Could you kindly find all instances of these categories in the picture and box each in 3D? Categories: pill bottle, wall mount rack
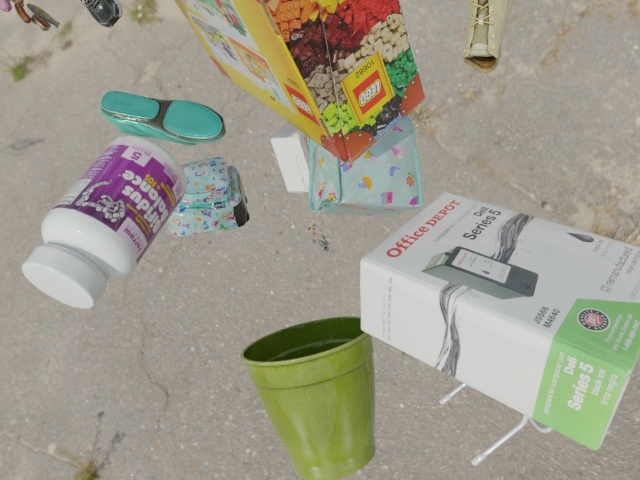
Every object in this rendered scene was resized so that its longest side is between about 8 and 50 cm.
[{"bbox_3d":[-0.380,-0.035,0.866,0.169,0.169,0.301,3,50,23],"label":"pill bottle"},{"bbox_3d":[0.427,0.370,1.217,0.130,0.304,0.350,0,26,-10],"label":"wall mount rack"}]

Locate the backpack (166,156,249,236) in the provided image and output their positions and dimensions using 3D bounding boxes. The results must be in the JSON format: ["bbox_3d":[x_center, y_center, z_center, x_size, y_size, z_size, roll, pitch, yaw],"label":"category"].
[{"bbox_3d":[-0.365,-0.128,1.475,0.253,0.191,0.225,-15,44,-1],"label":"backpack"}]

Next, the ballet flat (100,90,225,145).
[{"bbox_3d":[-0.288,-0.223,0.912,0.247,0.087,0.083,14,73,6],"label":"ballet flat"}]

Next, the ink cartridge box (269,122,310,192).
[{"bbox_3d":[-0.022,-0.246,1.262,0.092,0.160,0.219,2,34,31],"label":"ink cartridge box"}]

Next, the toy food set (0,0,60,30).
[{"bbox_3d":[-0.566,-0.436,0.910,0.019,0.122,0.078,-40,33,24],"label":"toy food set"}]

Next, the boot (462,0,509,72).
[{"bbox_3d":[0.379,-0.535,1.125,0.095,0.262,0.203,9,85,27],"label":"boot"}]

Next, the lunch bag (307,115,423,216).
[{"bbox_3d":[0.093,-0.191,1.059,0.160,0.223,0.262,161,107,-64],"label":"lunch bag"}]

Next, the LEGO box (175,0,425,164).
[{"bbox_3d":[-0.088,-0.414,0.851,0.193,0.372,0.500,-42,50,-6],"label":"LEGO box"}]

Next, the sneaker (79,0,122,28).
[{"bbox_3d":[-0.521,-0.547,1.071,0.178,0.077,0.072,46,106,11],"label":"sneaker"}]

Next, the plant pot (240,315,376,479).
[{"bbox_3d":[0.002,0.432,1.321,0.366,0.366,0.353,-12,94,18],"label":"plant pot"}]

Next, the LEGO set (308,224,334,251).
[{"bbox_3d":[-0.002,0.000,1.168,0.083,0.054,0.023,39,58,9],"label":"LEGO set"}]

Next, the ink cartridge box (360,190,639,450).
[{"bbox_3d":[0.207,0.063,0.542,0.273,0.115,0.198,23,42,35],"label":"ink cartridge box"}]
